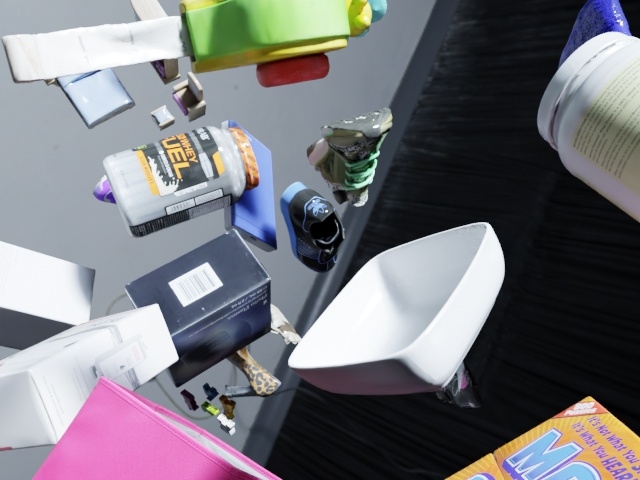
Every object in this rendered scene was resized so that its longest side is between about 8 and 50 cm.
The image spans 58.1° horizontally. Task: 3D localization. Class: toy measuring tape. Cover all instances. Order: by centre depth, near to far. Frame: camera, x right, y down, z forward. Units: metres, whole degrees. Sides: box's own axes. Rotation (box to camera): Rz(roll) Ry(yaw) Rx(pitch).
[{"bbox_3d":[-0.083,-0.180,0.488,0.330,0.121,0.121,-18,111,-28],"label":"toy measuring tape"}]

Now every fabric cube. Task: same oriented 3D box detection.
[{"bbox_3d":[-0.198,0.370,0.716,0.258,0.254,0.259,-60,144,-19],"label":"fabric cube"}]

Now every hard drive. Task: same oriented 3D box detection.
[{"bbox_3d":[-0.196,-0.148,1.597,0.210,0.040,0.319,34,45,-56],"label":"hard drive"}]

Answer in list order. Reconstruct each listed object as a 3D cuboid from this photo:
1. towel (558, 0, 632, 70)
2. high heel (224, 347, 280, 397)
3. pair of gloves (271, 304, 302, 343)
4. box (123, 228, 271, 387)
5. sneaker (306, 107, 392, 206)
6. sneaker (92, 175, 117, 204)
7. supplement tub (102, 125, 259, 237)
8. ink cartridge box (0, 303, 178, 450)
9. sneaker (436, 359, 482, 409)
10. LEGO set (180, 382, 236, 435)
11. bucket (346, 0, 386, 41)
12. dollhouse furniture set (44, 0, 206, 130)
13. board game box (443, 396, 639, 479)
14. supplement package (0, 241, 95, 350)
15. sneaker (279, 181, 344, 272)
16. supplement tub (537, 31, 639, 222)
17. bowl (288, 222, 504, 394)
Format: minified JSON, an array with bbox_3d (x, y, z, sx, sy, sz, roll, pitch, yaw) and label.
[{"bbox_3d":[0.555,-0.311,1.144,0.228,0.076,0.308,81,6,-57],"label":"towel"},{"bbox_3d":[-0.200,0.328,1.692,0.093,0.186,0.261,17,64,-60],"label":"high heel"},{"bbox_3d":[-0.165,0.257,1.860,0.042,0.204,0.240,-48,141,4],"label":"pair of gloves"},{"bbox_3d":[-0.284,0.175,1.427,0.296,0.183,0.294,-29,154,-21],"label":"box"},{"bbox_3d":[0.084,-0.172,1.289,0.158,0.410,0.182,-20,90,-9],"label":"sneaker"},{"bbox_3d":[-0.481,-0.120,1.594,0.102,0.146,0.293,-44,165,25],"label":"sneaker"},{"bbox_3d":[-0.313,-0.143,1.316,0.316,0.193,0.194,-22,114,-18],"label":"supplement tub"},{"bbox_3d":[-0.406,0.216,0.938,0.283,0.207,0.117,-31,104,-65],"label":"ink cartridge box"},{"bbox_3d":[0.261,0.291,1.110,0.072,0.077,0.178,60,11,9],"label":"sneaker"},{"bbox_3d":[-0.320,0.525,1.786,0.087,0.227,0.093,-38,135,-36],"label":"LEGO set"},{"bbox_3d":[0.003,-0.571,1.212,0.183,0.281,0.281,1,98,-49],"label":"bucket"},{"bbox_3d":[-0.469,-0.380,1.331,0.303,0.198,0.286,-32,83,-17],"label":"dollhouse furniture set"},{"bbox_3d":[0.348,0.490,0.730,0.356,0.356,0.357,-33,89,6],"label":"board game box"},{"bbox_3d":[-0.719,0.140,1.370,0.293,0.175,0.178,23,40,-33],"label":"supplement package"},{"bbox_3d":[0.000,0.000,0.984,0.081,0.090,0.232,-44,147,-13],"label":"sneaker"},{"bbox_3d":[0.511,-0.150,0.850,0.235,0.325,0.235,-20,137,-19],"label":"supplement tub"},{"bbox_3d":[0.061,0.056,0.408,0.053,0.142,0.142,51,53,-12],"label":"bowl"}]
